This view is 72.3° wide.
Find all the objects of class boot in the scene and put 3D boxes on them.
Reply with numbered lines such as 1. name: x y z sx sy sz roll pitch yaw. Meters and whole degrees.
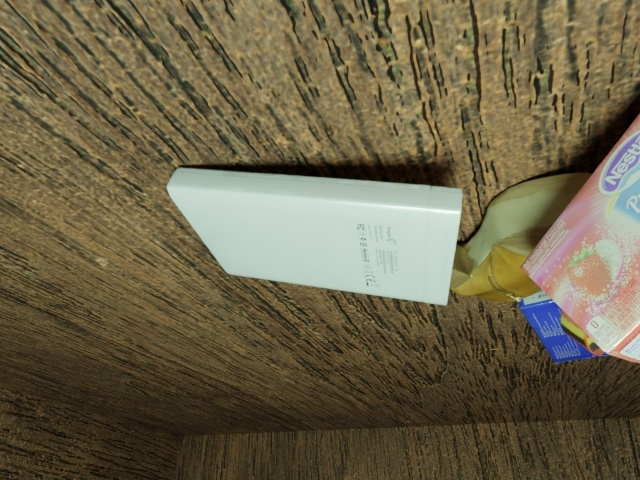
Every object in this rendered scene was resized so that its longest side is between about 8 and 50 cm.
1. boot: 0.314 0.014 0.648 0.211 0.104 0.295 18 148 -34

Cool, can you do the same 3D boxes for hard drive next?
1. hard drive: 0.000 0.000 0.600 0.352 0.047 0.233 6 149 15

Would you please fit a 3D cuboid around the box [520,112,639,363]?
1. box: 0.363 -0.033 0.408 0.153 0.142 0.300 17 116 -23

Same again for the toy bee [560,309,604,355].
1. toy bee: 0.453 0.014 0.605 0.162 0.298 0.195 58 159 -22

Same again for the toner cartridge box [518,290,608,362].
1. toner cartridge box: 0.503 0.145 0.851 0.165 0.075 0.348 -17 143 28
